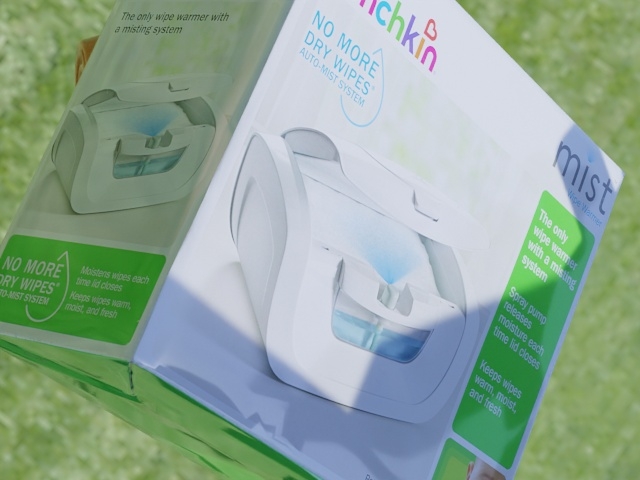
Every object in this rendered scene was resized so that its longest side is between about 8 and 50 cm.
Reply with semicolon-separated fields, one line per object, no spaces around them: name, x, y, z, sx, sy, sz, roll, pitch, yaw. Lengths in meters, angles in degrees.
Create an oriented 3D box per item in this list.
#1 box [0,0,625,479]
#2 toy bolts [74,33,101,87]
box;0.000;0.000;0.874;0.262;0.127;0.231;39;68;-42
toy bolts;-0.149;-0.076;1.774;0.158;0.228;0.218;-3;131;-16
